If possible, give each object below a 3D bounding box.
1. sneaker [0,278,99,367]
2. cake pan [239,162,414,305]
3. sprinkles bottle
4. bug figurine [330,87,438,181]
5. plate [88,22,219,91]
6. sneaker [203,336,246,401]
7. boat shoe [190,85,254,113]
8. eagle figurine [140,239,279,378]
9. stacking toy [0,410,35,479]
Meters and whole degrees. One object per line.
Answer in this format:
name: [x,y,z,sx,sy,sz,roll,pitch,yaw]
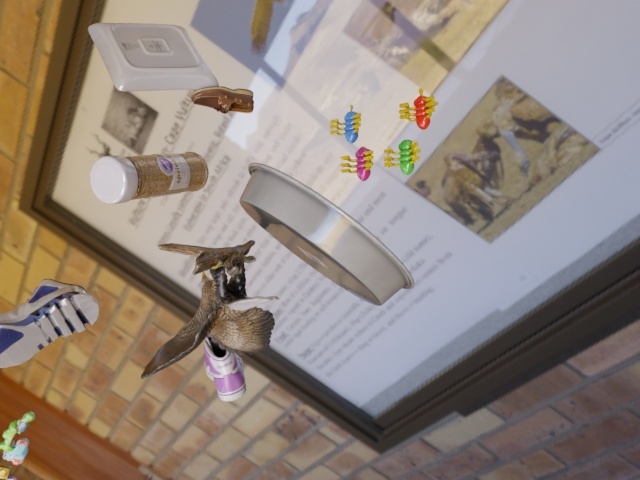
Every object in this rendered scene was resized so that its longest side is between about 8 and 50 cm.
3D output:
sneaker: [-0.733,0.199,1.621,0.316,0.127,0.182,-22,26,-16]
cake pan: [0.000,0.000,0.907,0.054,0.293,0.293,-54,5,-8]
sprinkles bottle: [-0.452,-0.176,1.706,0.121,0.121,0.355,-53,-14,23]
bug figurine: [0.155,-0.250,1.520,0.279,0.072,0.216,-5,69,31]
plate: [-0.439,-0.499,1.666,0.278,0.277,0.045,-11,-35,-32]
sneaker: [-0.269,0.305,1.708,0.102,0.161,0.282,-21,15,-17]
boat shoe: [-0.259,-0.373,1.690,0.064,0.178,0.060,-31,67,57]
eagle figurine: [-0.199,0.142,1.194,0.225,0.226,0.298,-72,-3,-69]
stacking toy: [-0.633,0.471,1.292,0.167,0.052,0.221,160,123,-73]
